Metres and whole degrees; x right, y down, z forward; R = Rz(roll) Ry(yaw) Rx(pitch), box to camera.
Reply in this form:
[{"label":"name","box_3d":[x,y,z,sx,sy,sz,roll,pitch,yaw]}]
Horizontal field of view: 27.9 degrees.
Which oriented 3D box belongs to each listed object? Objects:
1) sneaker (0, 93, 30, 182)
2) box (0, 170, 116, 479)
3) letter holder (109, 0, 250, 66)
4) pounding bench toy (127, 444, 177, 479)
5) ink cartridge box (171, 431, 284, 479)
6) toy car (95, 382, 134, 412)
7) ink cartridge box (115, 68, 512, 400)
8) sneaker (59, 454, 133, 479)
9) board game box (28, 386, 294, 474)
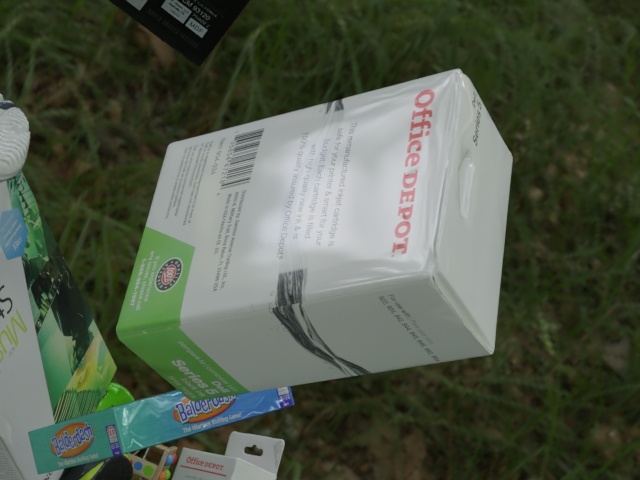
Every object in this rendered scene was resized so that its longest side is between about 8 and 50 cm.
[{"label":"sneaker","box_3d":[-0.351,-0.072,1.171,0.094,0.153,0.235,1,29,-48]},{"label":"box","box_3d":[-0.337,0.100,1.395,0.058,0.322,0.232,-4,36,20]},{"label":"letter holder","box_3d":[-0.178,-0.366,1.342,0.302,0.152,0.214,36,37,-10]},{"label":"pounding bench toy","box_3d":[-0.227,0.296,1.656,0.065,0.083,0.052,23,-3,7]},{"label":"ink cartridge box","box_3d":[-0.124,0.308,1.481,0.067,0.115,0.198,31,69,-35]},{"label":"toy car","box_3d":[-0.379,0.305,2.040,0.239,0.225,0.053,42,11,-17]},{"label":"ink cartridge box","box_3d":[0.000,0.000,0.999,0.115,0.273,0.198,50,39,-42]},{"label":"sneaker","box_3d":[-0.340,0.281,1.566,0.111,0.300,0.121,-16,82,-48]},{"label":"board game box","box_3d":[-0.156,0.176,1.272,0.210,0.160,0.047,-10,83,-44]}]
